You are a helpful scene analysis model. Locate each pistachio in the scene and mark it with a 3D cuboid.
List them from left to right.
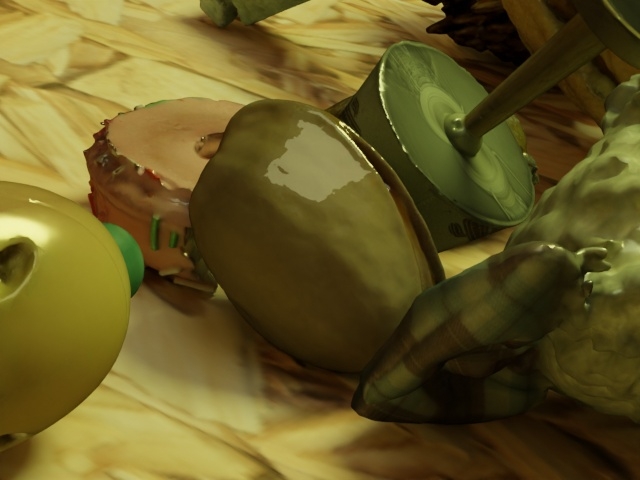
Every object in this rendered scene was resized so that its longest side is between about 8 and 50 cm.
[{"bbox_3d":[0.000,0.000,0.748,0.149,0.113,0.113,41,32,10],"label":"pistachio"}]

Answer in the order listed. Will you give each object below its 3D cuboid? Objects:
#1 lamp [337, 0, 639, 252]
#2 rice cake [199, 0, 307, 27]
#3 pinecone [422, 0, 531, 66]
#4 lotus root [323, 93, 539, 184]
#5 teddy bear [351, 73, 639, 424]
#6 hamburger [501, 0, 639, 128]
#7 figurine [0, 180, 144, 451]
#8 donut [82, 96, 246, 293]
[{"bbox_3d":[0.086,-0.068,0.800,0.121,0.214,0.121,30,39,-28],"label":"lamp"},{"bbox_3d":[0.028,-0.228,1.116,0.336,0.063,0.066,-17,18,47],"label":"rice cake"},{"bbox_3d":[0.203,-0.251,1.206,0.264,0.264,0.264,8,25,-4],"label":"pinecone"},{"bbox_3d":[0.054,-0.057,0.921,0.165,0.088,0.088,9,24,14],"label":"lotus root"},{"bbox_3d":[0.224,-0.069,0.701,0.362,0.375,0.327,12,-13,-3],"label":"teddy bear"},{"bbox_3d":[0.261,-0.148,0.979,0.283,0.144,0.259,51,49,-11],"label":"hamburger"},{"bbox_3d":[-0.242,0.011,0.631,0.324,0.124,0.222,7,25,4],"label":"figurine"},{"bbox_3d":[-0.078,-0.035,0.849,0.117,0.065,0.166,21,26,19],"label":"donut"}]
